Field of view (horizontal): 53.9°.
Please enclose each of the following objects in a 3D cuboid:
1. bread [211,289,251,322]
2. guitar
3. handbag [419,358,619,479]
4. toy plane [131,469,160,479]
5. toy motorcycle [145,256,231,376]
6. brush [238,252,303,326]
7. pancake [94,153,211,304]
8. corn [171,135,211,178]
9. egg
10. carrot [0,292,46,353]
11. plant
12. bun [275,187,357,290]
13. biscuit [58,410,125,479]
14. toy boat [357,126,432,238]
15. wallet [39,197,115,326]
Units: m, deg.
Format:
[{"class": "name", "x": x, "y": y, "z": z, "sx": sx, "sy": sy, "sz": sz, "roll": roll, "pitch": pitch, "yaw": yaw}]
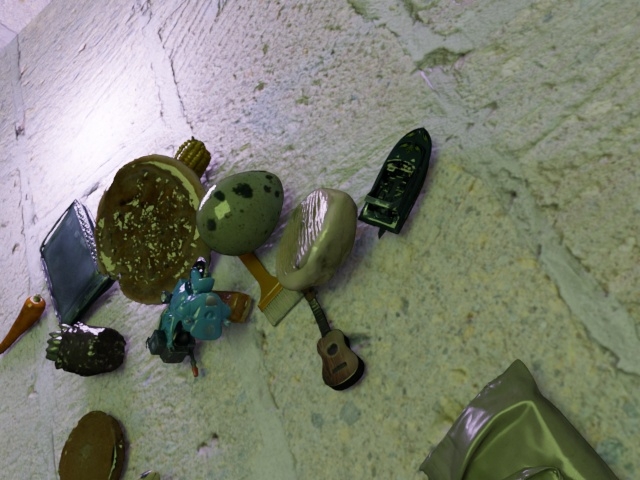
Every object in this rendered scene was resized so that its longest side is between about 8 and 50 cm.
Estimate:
[{"class": "bread", "x": -0.220, "y": 0.151, "z": 1.451, "sx": 0.132, "sy": 0.053, "sz": 0.074, "roll": -3, "pitch": 67, "yaw": 37}, {"class": "guitar", "x": 0.011, "y": 0.182, "z": 1.289, "sx": 0.084, "sy": 0.038, "sz": 0.271, "roll": -34, "pitch": 48, "yaw": 10}, {"class": "handbag", "x": 0.315, "y": 0.376, "z": 0.945, "sx": 0.253, "sy": 0.109, "sz": 0.316, "roll": -48, "pitch": 57, "yaw": 13}, {"class": "toy plane", "x": -0.424, "y": 0.597, "z": 1.351, "sx": 0.244, "sy": 0.092, "sz": 0.229, "roll": -46, "pitch": 22, "yaw": -4}, {"class": "toy motorcycle", "x": -0.295, "y": 0.180, "z": 1.406, "sx": 0.272, "sy": 0.124, "sz": 0.182, "roll": -55, "pitch": 44, "yaw": 32}, {"class": "brush", "x": -0.140, "y": 0.076, "z": 1.457, "sx": 0.103, "sy": 0.013, "sz": 0.272, "roll": -47, "pitch": 50, "yaw": 7}, {"class": "pancake", "x": -0.426, "y": -0.017, "z": 1.582, "sx": 0.382, "sy": 0.071, "sz": 0.382, "roll": 0, "pitch": 89, "yaw": 23}, {"class": "corn", "x": -0.397, "y": -0.130, "z": 1.673, "sx": 0.102, "sy": 0.102, "sz": 0.313, "roll": 34, "pitch": 92, "yaw": 40}, {"class": "egg", "x": -0.180, "y": -0.068, "z": 1.447, "sx": 0.228, "sy": 0.177, "sz": 0.177, "roll": -43, "pitch": 50, "yaw": -6}, {"class": "carrot", "x": -0.888, "y": 0.257, "z": 1.864, "sx": 0.256, "sy": 0.061, "sz": 0.061, "roll": -52, "pitch": 50, "yaw": 15}, {"class": "plant", "x": -0.600, "y": 0.279, "z": 1.605, "sx": 0.195, "sy": 0.132, "sz": 0.129, "roll": -2, "pitch": 64, "yaw": 29}, {"class": "bun", "x": 0.000, "y": 0.000, "z": 1.314, "sx": 0.237, "sy": 0.116, "sz": 0.210, "roll": -49, "pitch": 28, "yaw": 24}, {"class": "biscuit", "x": -0.548, "y": 0.524, "z": 1.510, "sx": 0.226, "sy": 0.042, "sz": 0.225, "roll": -14, "pitch": 63, "yaw": 30}, {"class": "toy boat", "x": 0.162, "y": -0.127, "z": 1.289, "sx": 0.093, "sy": 0.103, "sz": 0.246, "roll": 21, "pitch": 77, "yaw": 27}, {"class": "wallet", "x": -0.702, "y": 0.071, "z": 1.808, "sx": 0.237, "sy": 0.075, "sz": 0.342, "roll": -47, "pitch": 53, "yaw": 15}]
